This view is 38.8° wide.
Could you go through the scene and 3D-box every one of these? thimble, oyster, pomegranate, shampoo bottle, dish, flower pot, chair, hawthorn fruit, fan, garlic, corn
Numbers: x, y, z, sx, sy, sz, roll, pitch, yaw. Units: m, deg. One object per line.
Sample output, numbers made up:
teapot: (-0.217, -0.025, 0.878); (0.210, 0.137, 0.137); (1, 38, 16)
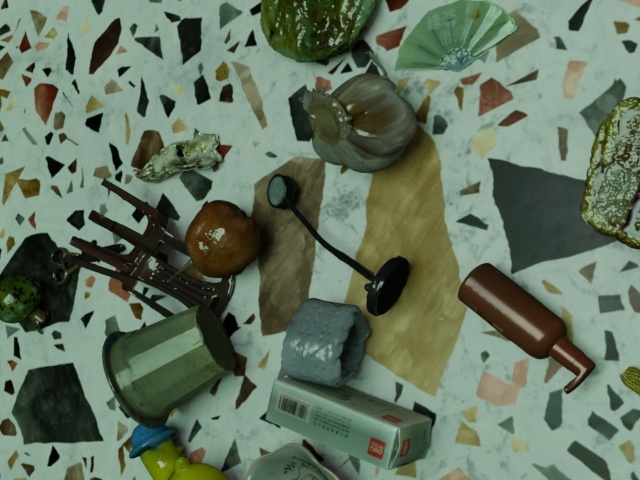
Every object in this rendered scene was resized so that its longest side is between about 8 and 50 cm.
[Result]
thimble: (0.010, 0.182, 1.610); (0.118, 0.127, 0.151); (10, 60, 25)
oyster: (-0.288, -0.171, 1.901); (0.200, 0.061, 0.106); (3, 69, 29)
pomegranate: (-0.677, 0.146, 2.072); (0.122, 0.122, 0.161); (-36, 105, 23)
shampoo bottle: (0.332, 0.136, 1.458); (0.244, 0.085, 0.085); (43, 107, 29)
dish: (-0.030, 0.475, 1.648); (0.229, 0.081, 0.229); (-1, 88, 32)
flower pot: (-0.281, 0.234, 1.777); (0.203, 0.212, 0.212); (-27, 71, 10)
chair: (-0.344, 0.037, 1.867); (0.326, 0.183, 0.175); (30, 104, -15)
hawthorn fruit: (-0.202, 0.004, 1.763); (0.189, 0.149, 0.149); (-30, 70, 20)
fan: (0.233, -0.361, 1.617); (0.240, 0.009, 0.131); (-15, 75, 30)
garlic: (0.054, -0.247, 1.608); (0.207, 0.207, 0.256); (-18, 68, 29)
corn: (0.497, 0.224, 1.373); (0.092, 0.037, 0.037); (35, 103, 28)

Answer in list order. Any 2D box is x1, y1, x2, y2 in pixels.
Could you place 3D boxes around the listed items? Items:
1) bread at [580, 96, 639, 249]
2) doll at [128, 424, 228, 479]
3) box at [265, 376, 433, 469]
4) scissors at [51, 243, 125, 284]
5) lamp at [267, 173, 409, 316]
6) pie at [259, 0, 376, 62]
bread: (0.497, -0.095, 1.374); (0.181, 0.096, 0.222); (20, 97, 32)
doll: (-0.262, 0.482, 1.755); (0.363, 0.145, 0.199); (35, 137, 43)
box: (0.050, 0.311, 1.584); (0.269, 0.135, 0.079); (16, 96, 33)
scissors: (-0.520, 0.039, 2.031); (0.220, 0.017, 0.088); (-16, 74, 29)
lamp: (0.031, 0.002, 1.684); (0.371, 0.109, 0.130); (38, 117, 44)
pie: (-0.011, -0.471, 1.737); (0.277, 0.078, 0.277); (-5, 80, 30)
